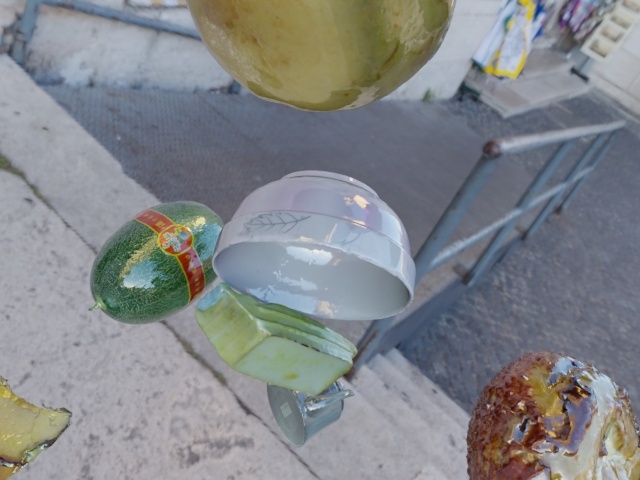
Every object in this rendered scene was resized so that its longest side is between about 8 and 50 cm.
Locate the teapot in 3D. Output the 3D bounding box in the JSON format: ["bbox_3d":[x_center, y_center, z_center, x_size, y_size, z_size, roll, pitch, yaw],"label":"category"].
[{"bbox_3d":[-0.018,0.336,1.579,0.149,0.239,0.162,-19,89,-27],"label":"teapot"}]

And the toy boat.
[{"bbox_3d":[-0.058,0.158,1.089,0.276,0.111,0.084,31,25,-35],"label":"toy boat"}]

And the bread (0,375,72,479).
[{"bbox_3d":[-0.494,0.301,1.174,0.140,0.160,0.169,-41,107,-45],"label":"bread"}]

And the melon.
[{"bbox_3d":[-0.279,0.041,1.262,0.182,0.182,0.288,37,52,13],"label":"melon"}]

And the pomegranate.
[{"bbox_3d":[0.010,-0.305,0.815,0.332,0.332,0.332,21,31,-14],"label":"pomegranate"}]

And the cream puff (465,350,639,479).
[{"bbox_3d":[0.347,0.332,1.128,0.229,0.350,0.350,-3,3,43],"label":"cream puff"}]

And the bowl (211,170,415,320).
[{"bbox_3d":[0.000,0.000,1.045,0.287,0.287,0.144,19,67,-17],"label":"bowl"}]
